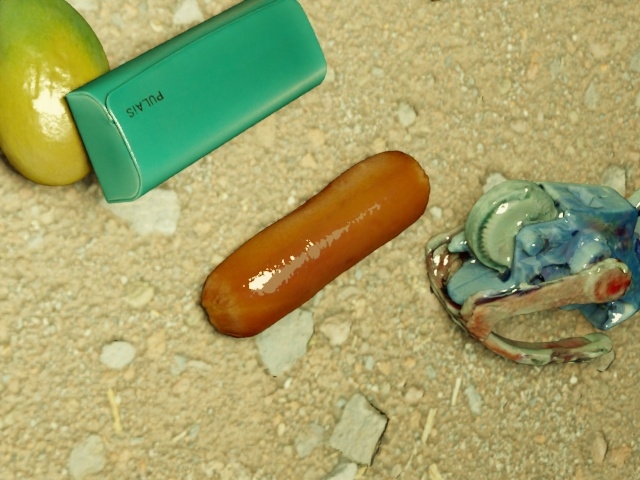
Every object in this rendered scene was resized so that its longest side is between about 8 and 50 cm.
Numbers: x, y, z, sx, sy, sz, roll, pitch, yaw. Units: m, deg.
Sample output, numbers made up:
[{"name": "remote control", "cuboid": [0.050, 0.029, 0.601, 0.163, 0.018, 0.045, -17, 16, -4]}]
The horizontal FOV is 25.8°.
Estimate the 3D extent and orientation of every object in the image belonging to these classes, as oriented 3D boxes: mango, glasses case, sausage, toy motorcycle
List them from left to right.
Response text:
[{"name": "mango", "cuboid": [-0.263, -0.150, 1.339, 0.130, 0.092, 0.194, -24, 100, -25]}, {"name": "glasses case", "cuboid": [-0.112, -0.151, 1.386, 0.301, 0.070, 0.117, -38, 115, -42]}, {"name": "sausage", "cuboid": [0.000, 0.000, 1.520, 0.300, 0.083, 0.089, -37, 126, -21]}, {"name": "toy motorcycle", "cuboid": [0.281, 0.027, 1.672, 0.319, 0.241, 0.182, 0, 56, -26]}]
